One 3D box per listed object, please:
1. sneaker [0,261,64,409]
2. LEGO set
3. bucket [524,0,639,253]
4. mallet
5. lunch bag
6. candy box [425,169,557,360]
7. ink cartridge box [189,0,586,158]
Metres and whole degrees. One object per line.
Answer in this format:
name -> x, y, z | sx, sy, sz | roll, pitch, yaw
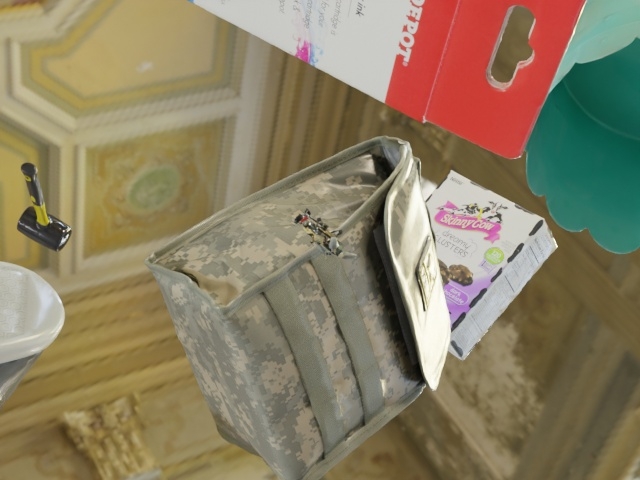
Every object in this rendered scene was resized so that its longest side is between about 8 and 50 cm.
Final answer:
sneaker -> -0.299, 0.096, 0.628 | 0.296, 0.104, 0.147 | -4, -47, -44
LEGO set -> -0.002, -0.002, 0.857 | 0.023, 0.054, 0.083 | -51, -32, 9
bucket -> 0.346, -0.133, 1.087 | 0.281, 0.183, 0.281 | 10, -45, 10
mallet -> -0.338, -0.047, 1.292 | 0.039, 0.062, 0.189 | -60, -12, -23
lunch bag -> 0.014, 0.059, 1.080 | 0.287, 0.169, 0.235 | -34, -54, -25
candy box -> 0.175, 0.028, 1.417 | 0.196, 0.165, 0.070 | -49, -41, -10
ink cartridge box -> 0.021, -0.150, 0.519 | 0.078, 0.231, 0.134 | -52, -15, -35
